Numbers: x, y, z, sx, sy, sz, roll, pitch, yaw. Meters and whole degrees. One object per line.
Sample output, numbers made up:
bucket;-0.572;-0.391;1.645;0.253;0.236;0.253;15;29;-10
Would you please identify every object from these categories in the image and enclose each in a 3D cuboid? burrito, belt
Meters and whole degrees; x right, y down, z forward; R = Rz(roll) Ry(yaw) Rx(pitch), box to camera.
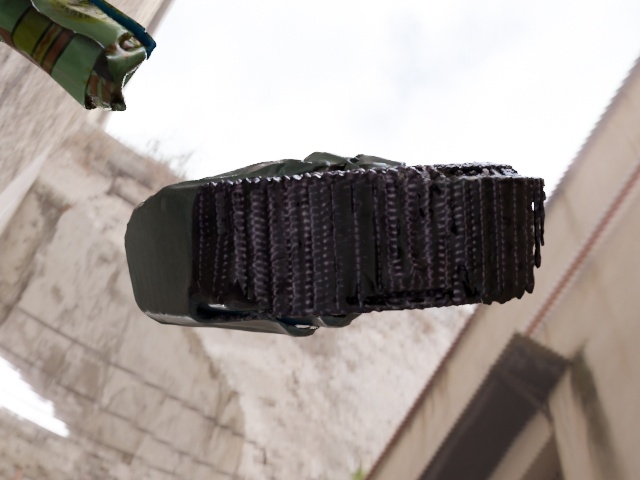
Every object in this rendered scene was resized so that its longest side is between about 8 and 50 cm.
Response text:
burrito;-0.212;-0.185;0.923;0.288;0.104;0.054;36;-53;10
belt;0.000;0.000;1.001;0.260;0.325;0.122;-5;-88;-24
